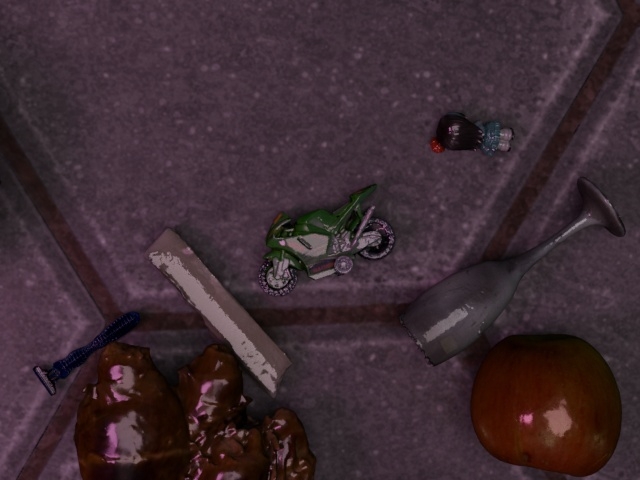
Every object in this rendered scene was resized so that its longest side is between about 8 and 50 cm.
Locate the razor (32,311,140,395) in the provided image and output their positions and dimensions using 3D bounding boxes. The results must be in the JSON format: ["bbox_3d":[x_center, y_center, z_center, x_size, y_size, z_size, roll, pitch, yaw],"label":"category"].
[{"bbox_3d":[-0.298,0.138,1.615,0.154,0.028,0.044,-36,94,-1],"label":"razor"}]

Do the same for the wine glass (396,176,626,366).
[{"bbox_3d":[0.268,0.070,1.556,0.309,0.264,0.096,-36,114,-2],"label":"wine glass"}]

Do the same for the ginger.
[{"bbox_3d":[-0.169,0.281,1.569,0.274,0.152,0.357,-44,99,8],"label":"ginger"}]

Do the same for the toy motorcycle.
[{"bbox_3d":[0.000,0.000,1.620,0.190,0.074,0.106,-21,89,-4],"label":"toy motorcycle"}]

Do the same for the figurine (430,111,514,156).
[{"bbox_3d":[0.200,-0.136,1.639,0.105,0.047,0.060,7,131,-14],"label":"figurine"}]

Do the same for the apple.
[{"bbox_3d":[0.292,0.208,1.608,0.195,0.196,0.196,-1,95,-6],"label":"apple"}]

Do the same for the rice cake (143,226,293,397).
[{"bbox_3d":[-0.131,0.095,1.615,0.256,0.052,0.057,48,55,-8],"label":"rice cake"}]
